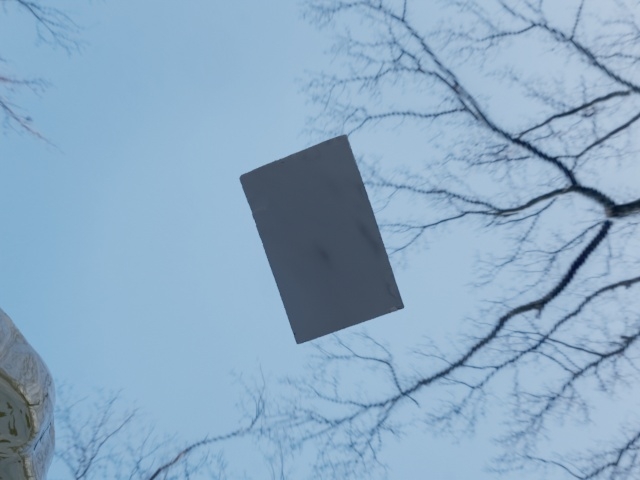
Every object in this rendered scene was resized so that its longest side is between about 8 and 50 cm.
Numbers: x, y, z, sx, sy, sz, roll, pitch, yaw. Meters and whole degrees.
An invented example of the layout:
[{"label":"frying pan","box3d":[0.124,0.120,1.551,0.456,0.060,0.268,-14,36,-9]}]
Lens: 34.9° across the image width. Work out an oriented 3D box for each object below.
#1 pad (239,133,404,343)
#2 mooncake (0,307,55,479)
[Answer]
[{"label":"pad","box3d":[0.000,0.000,1.342,0.163,0.004,0.243,-20,-93,18]},{"label":"mooncake","box3d":[-0.516,0.240,1.253,0.378,0.201,0.379,-2,-76,-7]}]
